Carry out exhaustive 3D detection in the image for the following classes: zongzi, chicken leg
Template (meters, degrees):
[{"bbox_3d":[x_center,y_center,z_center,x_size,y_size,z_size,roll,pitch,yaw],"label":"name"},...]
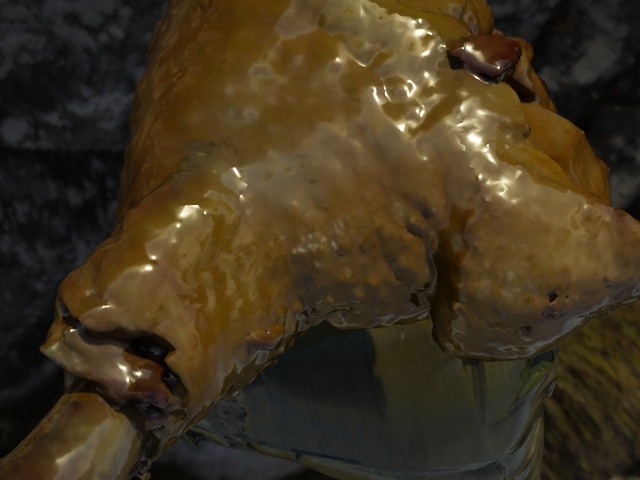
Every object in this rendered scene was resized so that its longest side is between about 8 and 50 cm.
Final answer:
[{"bbox_3d":[0.021,0.131,1.148,0.322,0.160,0.360,-2,140,8],"label":"zongzi"},{"bbox_3d":[0.000,0.000,0.686,0.409,0.295,0.182,-55,158,-33],"label":"chicken leg"}]
